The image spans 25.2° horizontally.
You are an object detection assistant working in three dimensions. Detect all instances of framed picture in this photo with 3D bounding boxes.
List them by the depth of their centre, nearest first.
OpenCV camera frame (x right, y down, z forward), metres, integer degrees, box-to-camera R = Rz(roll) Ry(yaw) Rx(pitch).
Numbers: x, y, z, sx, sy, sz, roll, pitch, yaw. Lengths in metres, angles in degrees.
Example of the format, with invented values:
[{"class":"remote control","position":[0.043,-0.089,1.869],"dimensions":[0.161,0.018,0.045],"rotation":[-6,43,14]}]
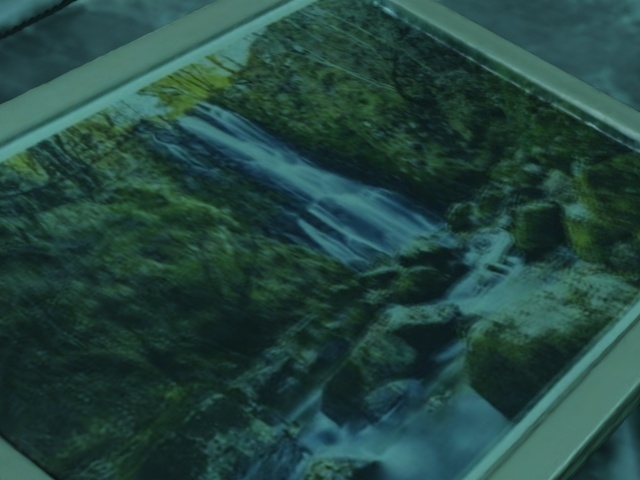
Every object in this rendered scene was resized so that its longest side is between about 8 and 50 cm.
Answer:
[{"class":"framed picture","position":[0.000,0.000,0.491],"dimensions":[0.240,0.020,0.324],"rotation":[34,44,23]}]
